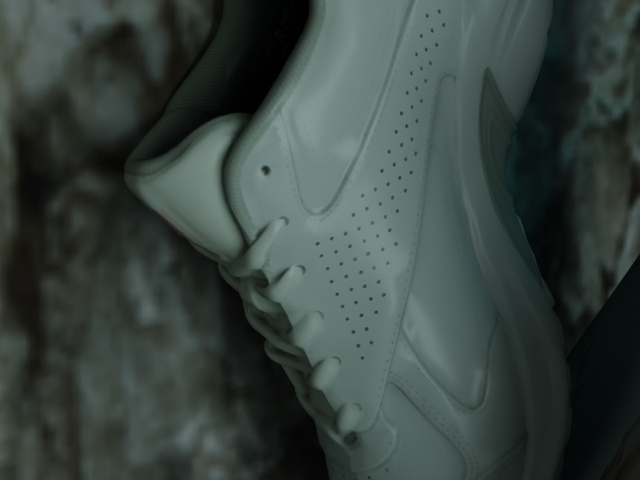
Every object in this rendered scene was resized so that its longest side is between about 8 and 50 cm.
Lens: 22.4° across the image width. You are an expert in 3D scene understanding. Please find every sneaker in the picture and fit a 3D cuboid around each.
[{"bbox_3d":[0.000,0.000,0.448,0.115,0.090,0.232,-8,96,-29],"label":"sneaker"}]

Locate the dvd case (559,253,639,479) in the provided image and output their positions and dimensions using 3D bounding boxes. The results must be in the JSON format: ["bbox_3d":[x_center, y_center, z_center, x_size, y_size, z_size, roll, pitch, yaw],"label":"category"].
[{"bbox_3d":[0.113,0.009,0.421,0.253,0.022,0.180,-61,-179,34],"label":"dvd case"}]
